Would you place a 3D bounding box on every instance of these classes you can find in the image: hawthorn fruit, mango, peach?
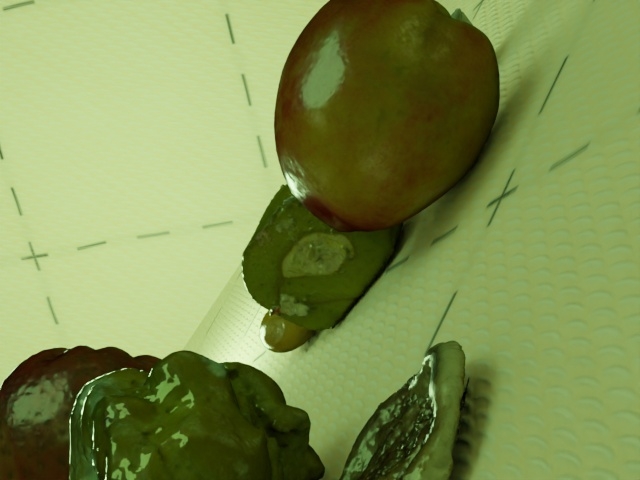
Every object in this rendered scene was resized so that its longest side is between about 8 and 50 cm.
[{"bbox_3d":[-0.383,0.379,2.250,0.402,0.403,0.403,-57,8,12],"label":"hawthorn fruit"},{"bbox_3d":[-0.048,0.135,2.115,0.098,0.075,0.190,-57,15,-22],"label":"mango"},{"bbox_3d":[0.080,-0.167,1.731,0.308,0.308,0.332,-121,56,-81],"label":"peach"}]

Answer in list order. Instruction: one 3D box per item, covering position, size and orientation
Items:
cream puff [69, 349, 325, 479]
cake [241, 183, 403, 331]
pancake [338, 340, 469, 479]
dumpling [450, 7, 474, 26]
[{"bbox_3d":[-0.132,0.288,1.487,0.378,0.276,0.378,-176,90,-70],"label":"cream puff"},{"bbox_3d":[0.000,0.000,1.935,0.260,0.179,0.156,-54,10,37],"label":"cake"},{"bbox_3d":[0.064,0.214,1.210,0.282,0.049,0.282,-59,5,8],"label":"pancake"},{"bbox_3d":[0.193,-0.253,2.007,0.176,0.092,0.150,-52,7,47],"label":"dumpling"}]
